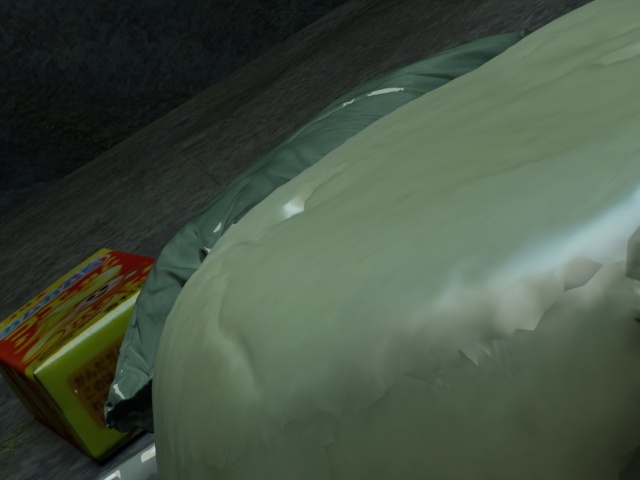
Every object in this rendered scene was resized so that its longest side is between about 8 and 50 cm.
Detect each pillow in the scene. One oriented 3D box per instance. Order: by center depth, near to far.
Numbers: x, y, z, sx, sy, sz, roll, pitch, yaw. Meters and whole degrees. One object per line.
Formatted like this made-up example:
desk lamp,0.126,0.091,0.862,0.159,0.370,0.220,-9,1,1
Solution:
pillow,0.000,0.000,1.223,0.283,0.138,0.310,-32,10,42

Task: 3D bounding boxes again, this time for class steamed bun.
steamed bun,0.126,0.049,0.527,0.334,0.233,0.312,-27,10,-8

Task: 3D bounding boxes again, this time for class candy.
candy,-0.170,0.082,1.439,0.146,0.088,0.276,-38,13,-12

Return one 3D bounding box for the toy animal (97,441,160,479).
toy animal,-0.016,0.130,0.745,0.204,0.156,0.208,-36,-4,4
